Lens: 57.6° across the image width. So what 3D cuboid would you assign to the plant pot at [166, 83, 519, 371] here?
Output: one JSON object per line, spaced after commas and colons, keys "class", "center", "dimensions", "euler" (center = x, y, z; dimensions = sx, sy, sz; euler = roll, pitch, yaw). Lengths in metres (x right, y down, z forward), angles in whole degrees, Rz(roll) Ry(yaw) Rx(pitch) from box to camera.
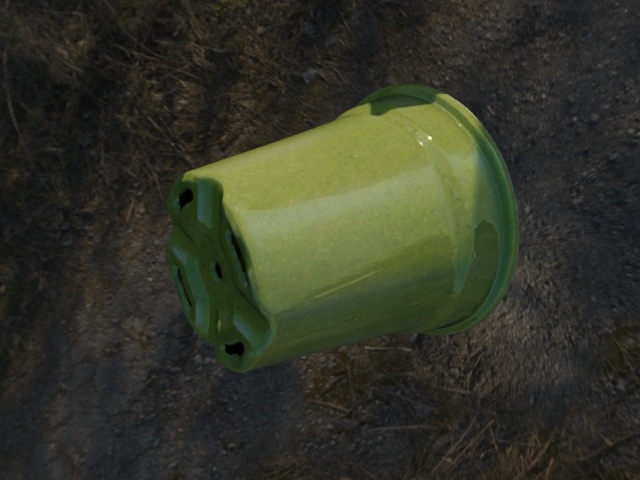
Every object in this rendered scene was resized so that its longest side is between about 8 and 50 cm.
{"class": "plant pot", "center": [0.000, 0.000, 0.569], "dimensions": [0.276, 0.254, 0.276], "euler": [29, 127, 47]}
